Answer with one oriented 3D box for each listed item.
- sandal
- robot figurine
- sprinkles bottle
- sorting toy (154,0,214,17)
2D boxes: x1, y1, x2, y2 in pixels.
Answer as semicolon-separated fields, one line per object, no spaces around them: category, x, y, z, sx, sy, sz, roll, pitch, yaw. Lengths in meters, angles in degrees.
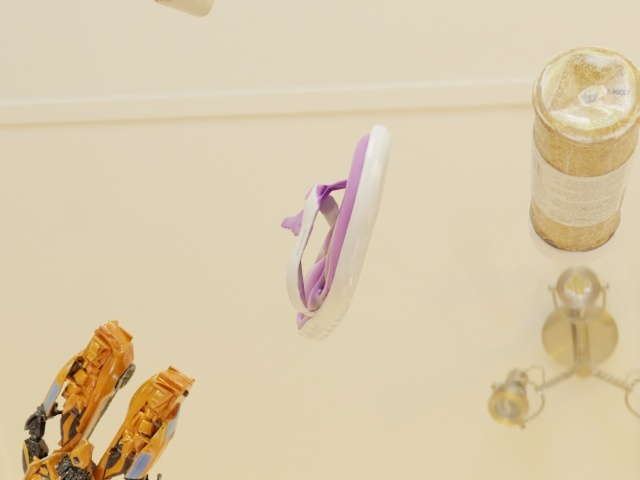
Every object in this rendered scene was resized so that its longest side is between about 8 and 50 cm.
sandal;-0.003;0.013;1.195;0.102;0.169;0.416;13;-32;-3
robot figurine;-0.299;0.262;1.320;0.211;0.085;0.291;35;-71;11
sprinkles bottle;0.310;-0.086;1.179;0.121;0.355;0.121;-4;-113;10
sorting toy;-0.123;-0.272;0.742;0.047;0.347;0.195;-21;-83;7
